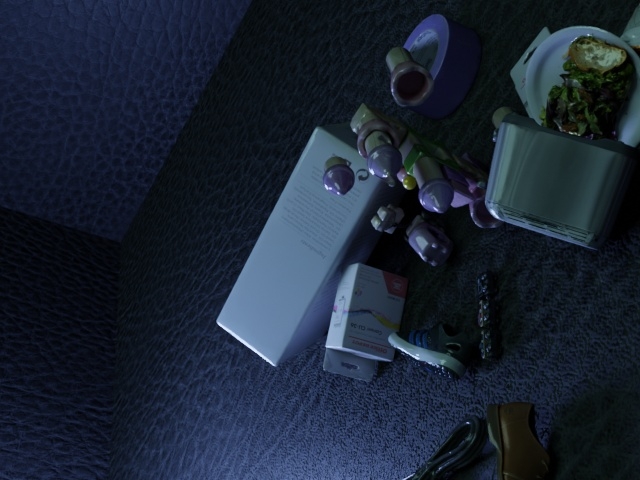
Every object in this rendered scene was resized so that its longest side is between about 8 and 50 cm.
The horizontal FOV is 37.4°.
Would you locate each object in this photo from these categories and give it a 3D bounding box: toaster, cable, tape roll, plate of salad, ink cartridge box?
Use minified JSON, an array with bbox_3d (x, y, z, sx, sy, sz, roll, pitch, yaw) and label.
[{"bbox_3d":[0.334,-0.077,1.299,0.129,0.227,0.146,0,-72,-71],"label":"toaster"},{"bbox_3d":[0.176,0.384,1.482,0.287,0.072,0.139,-53,11,12],"label":"cable"},{"bbox_3d":[0.223,-0.335,1.829,0.189,0.080,0.189,-46,34,45],"label":"tape roll"},{"bbox_3d":[0.370,-0.200,1.328,0.200,0.048,0.199,26,132,33],"label":"plate of salad"},{"bbox_3d":[0.083,0.153,1.735,0.067,0.115,0.198,-13,62,62],"label":"ink cartridge box"},{"bbox_3d":[0.369,-0.239,1.471,0.104,0.060,0.180,-54,30,34],"label":"ink cartridge box"}]

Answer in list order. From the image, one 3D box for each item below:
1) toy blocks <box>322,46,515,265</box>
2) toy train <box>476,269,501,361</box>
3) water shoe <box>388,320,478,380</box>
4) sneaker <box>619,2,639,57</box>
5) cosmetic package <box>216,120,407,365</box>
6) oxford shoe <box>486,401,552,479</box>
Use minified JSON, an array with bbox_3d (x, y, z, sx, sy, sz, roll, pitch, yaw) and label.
[{"bbox_3d":[0.174,-0.090,1.501,0.309,0.289,0.260,-56,23,24],"label":"toy blocks"},{"bbox_3d":[0.262,0.120,1.486,0.036,0.027,0.158,-46,34,50],"label":"toy train"},{"bbox_3d":[0.191,0.175,1.570,0.080,0.073,0.203,-52,26,-10],"label":"water shoe"},{"bbox_3d":[0.489,-0.300,1.223,0.262,0.099,0.121,4,72,64],"label":"sneaker"},{"bbox_3d":[0.000,0.000,1.843,0.453,0.161,0.230,-62,-16,21],"label":"cosmetic package"},{"bbox_3d":[0.277,0.317,1.271,0.076,0.076,0.212,-13,65,16],"label":"oxford shoe"}]
